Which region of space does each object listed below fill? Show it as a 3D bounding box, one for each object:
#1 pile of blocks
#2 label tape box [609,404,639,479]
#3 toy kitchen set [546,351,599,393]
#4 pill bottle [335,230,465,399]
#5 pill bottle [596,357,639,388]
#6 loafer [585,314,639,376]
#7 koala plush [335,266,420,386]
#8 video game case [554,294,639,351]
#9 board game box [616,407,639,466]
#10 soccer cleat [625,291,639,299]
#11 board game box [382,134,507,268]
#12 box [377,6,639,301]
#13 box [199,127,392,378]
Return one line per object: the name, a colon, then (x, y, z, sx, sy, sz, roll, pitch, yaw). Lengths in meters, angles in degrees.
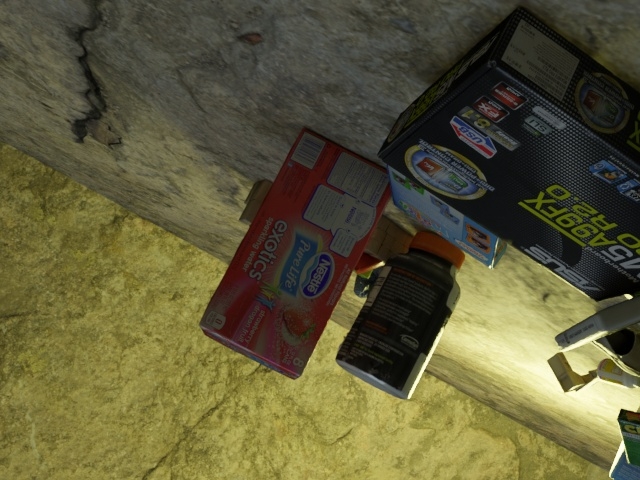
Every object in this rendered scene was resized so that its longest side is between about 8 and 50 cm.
pile of blocks: (0.000, 0.000, 1.457, 0.362, 0.113, 0.149, 20, 167, 36)
label tape box: (0.669, 0.354, 1.435, 0.249, 0.115, 0.348, 23, 145, 20)
toy kitchen set: (0.505, 0.245, 1.621, 0.083, 0.075, 0.068, -4, 147, -35)
pill bottle: (0.133, 0.110, 1.292, 0.130, 0.246, 0.130, 28, 169, 6)
pill bottle: (0.528, 0.234, 1.458, 0.043, 0.043, 0.083, 33, 168, -28)
loafer: (0.464, 0.164, 1.258, 0.148, 0.056, 0.050, 28, 175, -6)
koala plush: (0.137, 0.167, 1.611, 0.196, 0.221, 0.203, 28, 169, -4)
video game case: (0.341, 0.060, 0.830, 0.173, 0.190, 0.022, 78, 171, -76)
board game box: (0.618, 0.349, 1.343, 0.259, 0.030, 0.136, 9, 142, 38)
soccer cleat: (0.320, 0.005, 0.890, 0.072, 0.060, 0.179, 30, 167, 41)
board game box: (0.155, -0.047, 1.007, 0.160, 0.039, 0.211, 35, 171, 16)
box: (0.209, -0.055, 0.720, 0.270, 0.060, 0.216, 33, 158, -9)
box: (-0.029, 0.024, 1.141, 0.154, 0.300, 0.142, 26, 167, 1)
